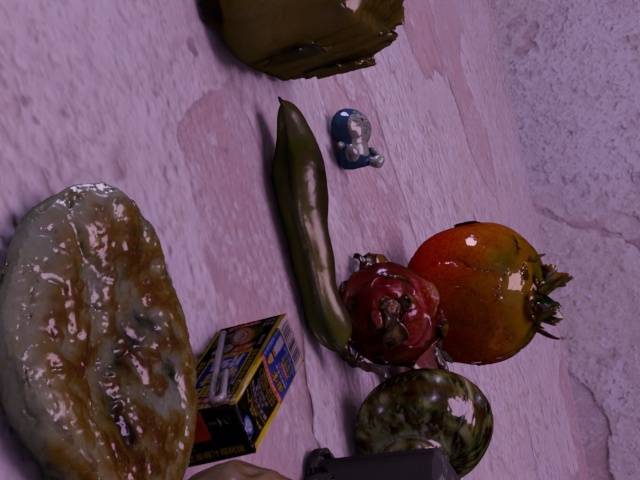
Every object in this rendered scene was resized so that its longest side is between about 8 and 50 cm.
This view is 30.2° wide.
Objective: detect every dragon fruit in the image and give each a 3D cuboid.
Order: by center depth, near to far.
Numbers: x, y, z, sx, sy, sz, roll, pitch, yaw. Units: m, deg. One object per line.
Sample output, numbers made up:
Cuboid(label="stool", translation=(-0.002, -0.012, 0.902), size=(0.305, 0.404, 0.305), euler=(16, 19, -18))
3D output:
Cuboid(label="dragon fruit", translation=(0.076, 0.069, 1.414), size=(0.246, 0.125, 0.125), euler=(-112, -149, -65))

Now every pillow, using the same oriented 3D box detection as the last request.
Cuboid(label="pillow", translation=(0.142, 0.191, 1.561), size=(0.171, 0.075, 0.179), euler=(-64, 136, -65))

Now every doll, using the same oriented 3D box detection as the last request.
Cuboid(label="doll", translation=(0.040, -0.133, 1.546), size=(0.076, 0.050, 0.083), euler=(10, 68, -51))

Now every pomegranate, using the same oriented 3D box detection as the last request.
Cuboid(label="pomegranate", translation=(0.230, 0.074, 1.668), size=(0.210, 0.235, 0.210), euler=(-10, 101, -62))

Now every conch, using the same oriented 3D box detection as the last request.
Cuboid(label="conch", translation=(0.119, 0.229, 1.362), size=(0.181, 0.124, 0.187), euler=(-23, 137, -37))

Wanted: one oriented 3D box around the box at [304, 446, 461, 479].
Cuboid(label="box", translation=(0.087, 0.314, 1.205), size=(0.243, 0.135, 0.163), euler=(58, 25, -44))

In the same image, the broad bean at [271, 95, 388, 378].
Cuboid(label="broad bean", translation=(-0.008, 0.002, 1.288), size=(0.075, 0.067, 0.325), euler=(-12, 90, -42))

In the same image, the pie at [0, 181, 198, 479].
Cuboid(label="pie", translation=(-0.146, 0.080, 0.813), size=(0.240, 0.054, 0.241), euler=(-12, 90, -72))

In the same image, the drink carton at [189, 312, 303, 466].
Cuboid(label="drink carton", translation=(-0.070, 0.120, 0.981), size=(0.166, 0.071, 0.056), euler=(-59, 128, -67))

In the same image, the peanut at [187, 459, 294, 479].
Cuboid(label="peanut", translation=(-0.073, 0.230, 0.816), size=(0.256, 0.123, 0.124), euler=(-41, 115, -69))

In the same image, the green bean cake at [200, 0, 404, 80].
Cuboid(label="green bean cake", translation=(-0.011, -0.344, 1.307), size=(0.285, 0.202, 0.310), euler=(-18, 94, -74))
